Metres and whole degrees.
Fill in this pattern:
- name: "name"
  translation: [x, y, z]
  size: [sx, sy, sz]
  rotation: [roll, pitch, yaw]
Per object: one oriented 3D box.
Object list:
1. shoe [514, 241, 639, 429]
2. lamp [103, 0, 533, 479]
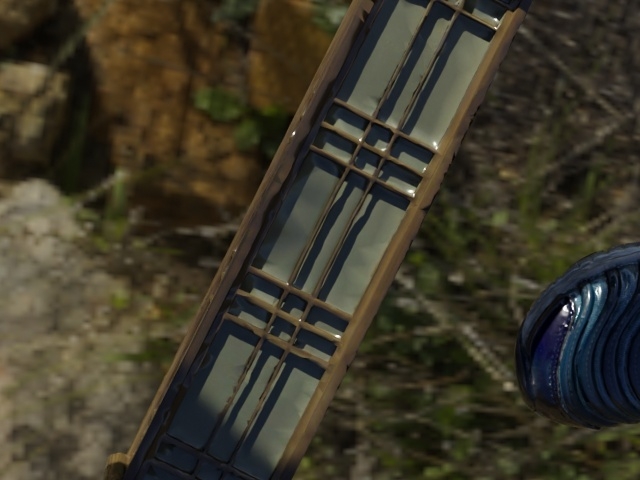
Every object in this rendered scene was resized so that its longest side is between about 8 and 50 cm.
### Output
- name: "shoe"
  translation: [0.199, 0.051, 0.987]
  size: [0.207, 0.106, 0.091]
  rotation: [-11, 112, 8]
- name: "lamp"
  translation: [0.000, 0.000, 0.967]
  size: [0.325, 0.090, 0.089]
  rotation: [-63, 6, 2]
